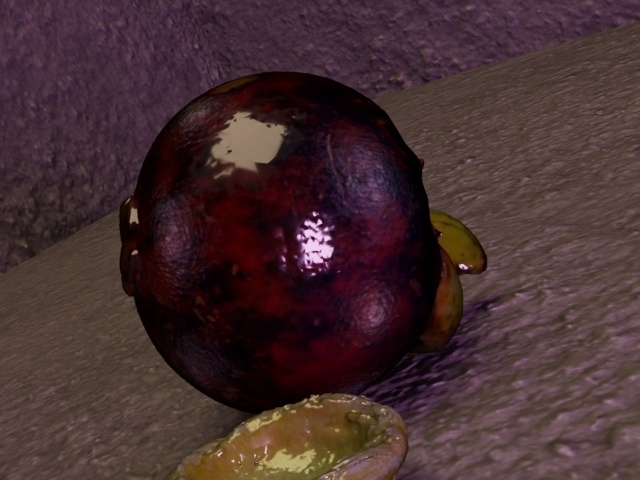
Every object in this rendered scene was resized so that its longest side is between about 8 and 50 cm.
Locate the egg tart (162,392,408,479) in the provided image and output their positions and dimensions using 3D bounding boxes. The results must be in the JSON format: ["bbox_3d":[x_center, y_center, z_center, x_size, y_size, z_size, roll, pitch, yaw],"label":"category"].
[{"bbox_3d":[-0.022,0.180,0.975,0.197,0.078,0.197,-21,14,5],"label":"egg tart"}]

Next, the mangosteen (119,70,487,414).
[{"bbox_3d":[0.000,0.000,1.226,0.359,0.306,0.306,-4,8,-12],"label":"mangosteen"}]
